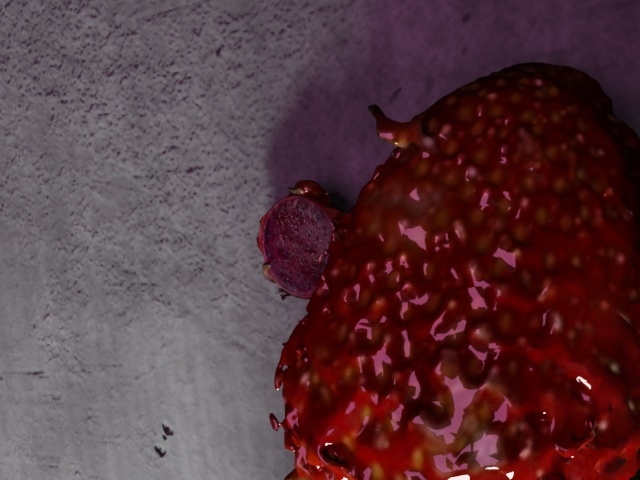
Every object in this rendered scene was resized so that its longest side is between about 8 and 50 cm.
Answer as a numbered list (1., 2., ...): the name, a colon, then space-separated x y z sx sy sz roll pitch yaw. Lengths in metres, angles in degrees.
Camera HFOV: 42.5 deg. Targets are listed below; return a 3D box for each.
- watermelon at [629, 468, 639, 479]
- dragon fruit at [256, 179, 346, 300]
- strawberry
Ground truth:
1. watermelon: 0.280 0.212 0.648 0.094 0.125 0.135 23 91 7
2. dragon fruit: -0.004 0.001 0.783 0.112 0.068 0.126 44 128 28
3. strawberry: 0.100 0.042 0.609 0.292 0.292 0.344 0 95 28
